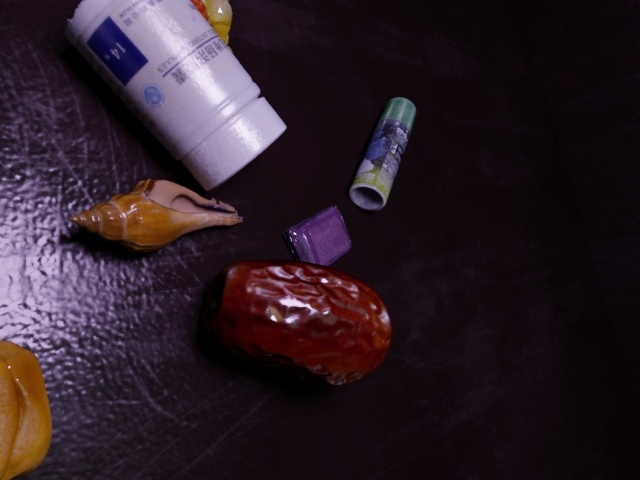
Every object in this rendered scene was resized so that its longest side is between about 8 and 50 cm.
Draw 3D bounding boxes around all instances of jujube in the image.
[{"bbox_3d":[-0.034,0.139,0.825,0.318,0.223,0.222,18,65,-25],"label":"jujube"}]

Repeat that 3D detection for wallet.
[{"bbox_3d":[0.001,0.000,1.023,0.166,0.030,0.111,-32,98,-43],"label":"wallet"}]

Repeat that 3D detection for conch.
[{"bbox_3d":[-0.253,-0.034,0.781,0.109,0.093,0.330,60,24,14],"label":"conch"}]

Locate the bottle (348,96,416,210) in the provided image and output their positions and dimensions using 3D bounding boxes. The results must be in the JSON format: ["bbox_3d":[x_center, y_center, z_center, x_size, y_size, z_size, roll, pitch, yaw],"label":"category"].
[{"bbox_3d":[0.162,-0.224,1.195,0.093,0.093,0.330,41,53,-25],"label":"bottle"}]

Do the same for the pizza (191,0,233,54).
[{"bbox_3d":[-0.228,-0.415,0.919,0.280,0.075,0.287,-38,102,-41],"label":"pizza"}]

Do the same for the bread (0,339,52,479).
[{"bbox_3d":[-0.453,0.203,0.490,0.295,0.132,0.166,-5,87,-44],"label":"bread"}]

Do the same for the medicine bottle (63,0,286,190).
[{"bbox_3d":[-0.224,-0.256,0.793,0.332,0.190,0.190,50,50,-19],"label":"medicine bottle"}]
